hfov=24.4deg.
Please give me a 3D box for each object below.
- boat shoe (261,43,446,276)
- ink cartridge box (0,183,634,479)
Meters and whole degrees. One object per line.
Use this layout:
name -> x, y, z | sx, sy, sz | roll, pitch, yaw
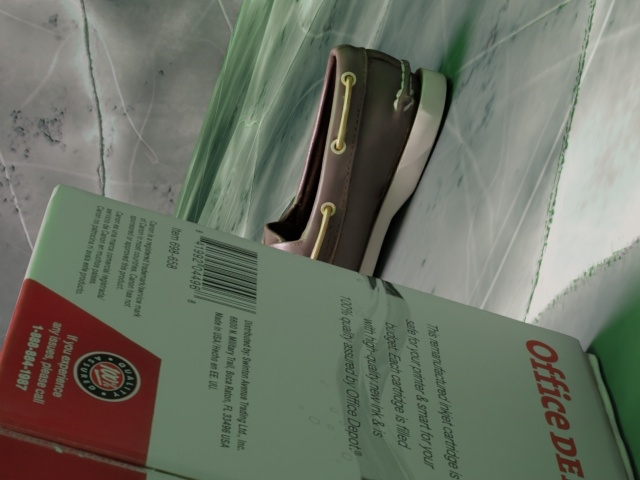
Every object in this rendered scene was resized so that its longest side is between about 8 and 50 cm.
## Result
boat shoe -> 0.000, 0.000, 1.213 | 0.116, 0.096, 0.324 | -109, 40, -72
ink cartridge box -> -0.010, 0.100, 0.650 | 0.197, 0.272, 0.114 | -92, 20, -62
